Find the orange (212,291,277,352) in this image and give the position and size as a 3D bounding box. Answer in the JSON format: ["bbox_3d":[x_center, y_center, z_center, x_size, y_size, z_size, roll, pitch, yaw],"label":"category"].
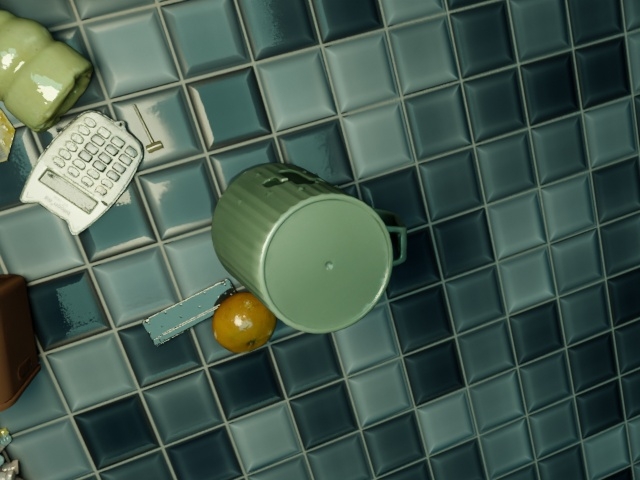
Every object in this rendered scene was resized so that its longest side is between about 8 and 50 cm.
[{"bbox_3d":[-0.178,0.197,1.184,0.156,0.124,0.156,-17,132,-20],"label":"orange"}]

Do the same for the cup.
[{"bbox_3d":[-0.014,-0.019,1.066,0.401,0.392,0.310,-34,112,-10],"label":"cup"}]

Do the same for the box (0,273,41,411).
[{"bbox_3d":[-0.779,0.205,1.001,0.339,0.239,0.229,-2,98,-12],"label":"box"}]

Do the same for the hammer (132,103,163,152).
[{"bbox_3d":[-0.392,-0.252,1.117,0.035,0.019,0.110,-25,103,-8],"label":"hammer"}]

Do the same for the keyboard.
[{"bbox_3d":[-0.312,0.172,1.214,0.231,0.023,0.072,-27,98,-8],"label":"keyboard"}]

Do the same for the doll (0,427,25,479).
[{"bbox_3d":[-0.755,0.529,1.119,0.150,0.151,0.287,-19,100,-9],"label":"doll"}]

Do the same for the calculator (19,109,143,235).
[{"bbox_3d":[-0.513,-0.156,1.095,0.177,0.040,0.268,39,89,-17],"label":"calculator"}]

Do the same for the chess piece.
[{"bbox_3d":[-0.666,-0.408,0.931,0.442,0.234,0.234,40,90,-22],"label":"chess piece"}]

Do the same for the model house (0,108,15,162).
[{"bbox_3d":[-0.751,-0.231,0.975,0.207,0.136,0.219,-25,105,-6],"label":"model house"}]
